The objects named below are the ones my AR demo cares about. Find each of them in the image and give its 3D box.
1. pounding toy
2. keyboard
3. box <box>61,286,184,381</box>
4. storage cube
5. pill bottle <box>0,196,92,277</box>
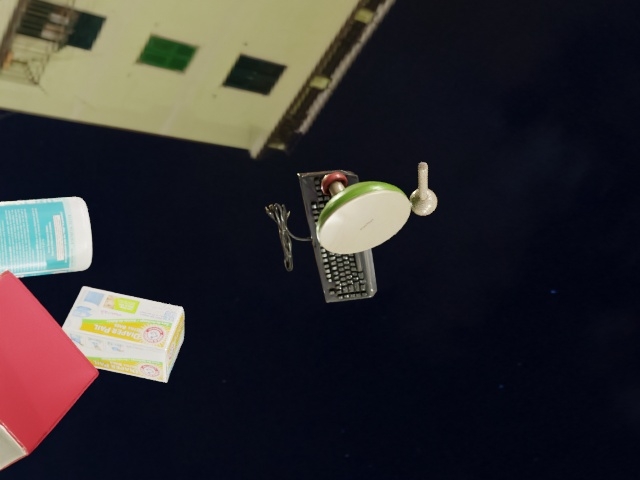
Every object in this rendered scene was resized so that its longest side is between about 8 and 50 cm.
[{"bbox_3d":[0.089,-0.083,1.566,0.237,0.183,0.110,-25,-122,3],"label":"pounding toy"},{"bbox_3d":[0.000,0.000,1.719,0.201,0.033,0.317,-4,-57,12],"label":"keyboard"},{"bbox_3d":[-0.374,0.180,1.592,0.103,0.203,0.114,99,3,-45],"label":"box"},{"bbox_3d":[-0.440,0.187,1.052,0.183,0.193,0.215,-34,-79,21],"label":"storage cube"},{"bbox_3d":[-0.578,-0.003,1.582,0.146,0.264,0.146,174,-90,-66],"label":"pill bottle"}]
